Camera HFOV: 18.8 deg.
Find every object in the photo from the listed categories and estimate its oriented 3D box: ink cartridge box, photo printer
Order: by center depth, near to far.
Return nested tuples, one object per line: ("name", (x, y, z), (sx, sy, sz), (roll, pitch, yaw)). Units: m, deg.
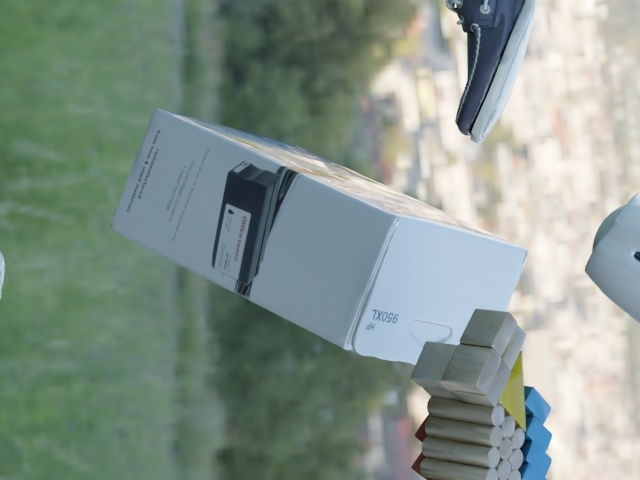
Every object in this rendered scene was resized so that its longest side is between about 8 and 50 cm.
("photo printer", (0.373, 0.054, 1.775), (0.107, 0.256, 0.307), (-57, 167, 10))
("ink cartridge box", (0.000, 0.000, 2.271), (0.285, 0.395, 0.166), (12, 101, -52))

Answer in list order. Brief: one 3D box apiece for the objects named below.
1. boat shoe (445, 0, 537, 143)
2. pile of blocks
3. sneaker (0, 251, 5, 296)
("boat shoe", (0.127, -0.173, 1.433), (0.075, 0.065, 0.206), (58, 49, -78))
("pile of blocks", (0.154, 0.244, 1.910), (0.149, 0.113, 0.362), (-4, 97, -47))
("sneaker", (-0.436, 0.047, 1.750), (0.178, 0.296, 0.123), (-105, -153, -62))
